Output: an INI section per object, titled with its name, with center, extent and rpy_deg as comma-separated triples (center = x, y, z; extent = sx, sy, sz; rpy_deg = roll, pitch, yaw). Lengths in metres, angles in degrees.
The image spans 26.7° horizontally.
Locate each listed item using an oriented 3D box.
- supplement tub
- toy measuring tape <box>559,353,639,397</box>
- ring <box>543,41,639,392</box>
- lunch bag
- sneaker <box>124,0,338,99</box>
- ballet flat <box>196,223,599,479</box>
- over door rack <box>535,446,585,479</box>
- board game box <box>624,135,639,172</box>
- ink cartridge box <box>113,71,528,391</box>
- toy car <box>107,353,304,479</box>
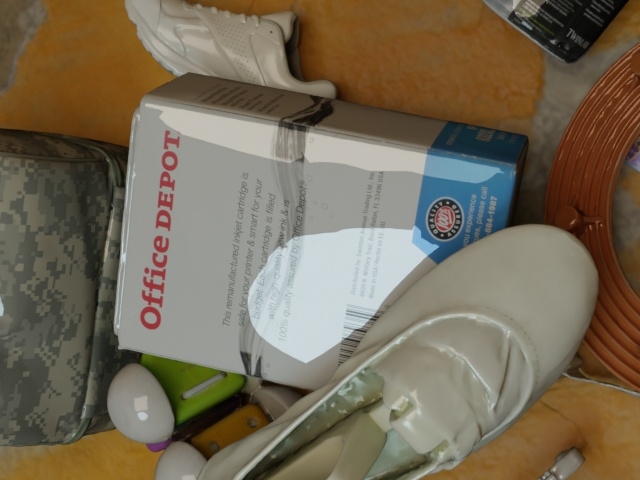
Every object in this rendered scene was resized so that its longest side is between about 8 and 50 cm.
[supplement tub]
center = 0.219, -0.248, 1.087
extent = 0.117, 0.117, 0.190
rpy_deg = 42, 106, 15
[toy measuring tape]
center = 0.341, 0.093, 1.066
extent = 0.330, 0.121, 0.121
rpy_deg = 13, 97, 32
[ring]
center = 0.320, -0.031, 1.029
extent = 0.337, 0.032, 0.336
rpy_deg = -11, 70, 33
[lunch bag]
center = -0.298, 0.036, 1.231
extent = 0.213, 0.256, 0.305
rpy_deg = 13, 97, 21
[sneaker]
center = -0.075, -0.177, 1.233
extent = 0.232, 0.090, 0.115
rpy_deg = 42, 100, 6
[ballet flat]
center = 0.049, 0.145, 1.026
extent = 0.400, 0.139, 0.139
rpy_deg = -39, 79, 21
[over door rack]
center = 0.163, 0.363, 1.127
extent = 0.324, 0.108, 0.239
rpy_deg = -40, 77, -3
[board game box]
center = 0.324, -0.091, 1.097
extent = 0.169, 0.033, 0.133
rpy_deg = 36, 105, 16
[ink cartridge box]
center = 0.000, 0.000, 1.132
extent = 0.307, 0.129, 0.223
rpy_deg = 12, 109, 10
[toy car]
center = -0.107, 0.169, 1.238
extent = 0.182, 0.159, 0.136
rpy_deg = 56, 147, 9
